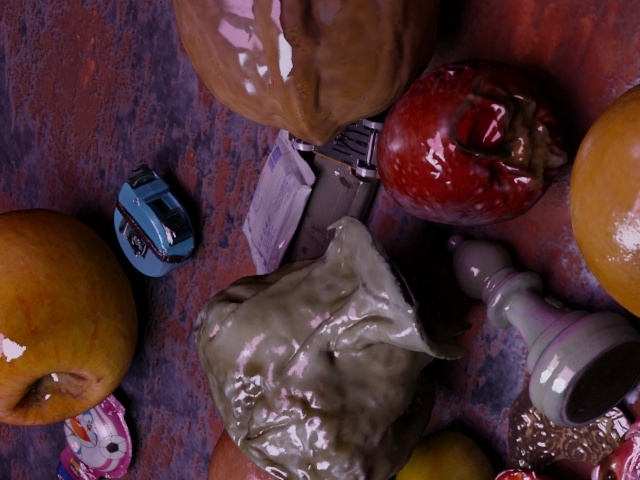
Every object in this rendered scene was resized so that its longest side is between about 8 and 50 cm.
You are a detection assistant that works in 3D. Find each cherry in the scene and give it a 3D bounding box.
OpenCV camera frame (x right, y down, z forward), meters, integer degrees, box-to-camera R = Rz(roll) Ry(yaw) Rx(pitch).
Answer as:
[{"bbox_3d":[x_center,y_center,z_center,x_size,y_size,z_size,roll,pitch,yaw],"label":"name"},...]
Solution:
[{"bbox_3d":[0.149,-0.098,1.728,0.249,0.192,0.175,-32,65,54],"label":"cherry"}]

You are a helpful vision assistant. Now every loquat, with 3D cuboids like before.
[{"bbox_3d":[0.367,-0.040,1.489,0.263,0.263,0.263,17,116,39],"label":"loquat"}]

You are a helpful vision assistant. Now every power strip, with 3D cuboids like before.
[{"bbox_3d":[0.000,0.000,2.012,0.092,0.034,0.268,39,128,26],"label":"power strip"}]

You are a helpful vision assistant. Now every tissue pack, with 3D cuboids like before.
[{"bbox_3d":[-0.059,-0.042,2.028,0.122,0.026,0.193,63,141,44],"label":"tissue pack"}]

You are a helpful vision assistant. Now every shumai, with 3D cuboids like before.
[{"bbox_3d":[0.008,0.095,1.840,0.330,0.292,0.288,34,146,22],"label":"shumai"}]

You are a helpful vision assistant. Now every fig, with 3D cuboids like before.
[{"bbox_3d":[0.155,0.308,1.924,0.136,0.120,0.153,-60,40,44],"label":"fig"}]

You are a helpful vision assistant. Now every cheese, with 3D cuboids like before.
[{"bbox_3d":[-0.359,0.319,2.455,0.155,0.062,0.244,47,132,18],"label":"cheese"}]

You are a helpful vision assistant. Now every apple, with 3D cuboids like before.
[{"bbox_3d":[-0.415,0.108,2.279,0.275,0.299,0.299,61,137,30],"label":"apple"}]

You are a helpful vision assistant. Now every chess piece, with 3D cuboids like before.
[{"bbox_3d":[0.231,0.077,1.775,0.272,0.139,0.139,48,133,37],"label":"chess piece"}]

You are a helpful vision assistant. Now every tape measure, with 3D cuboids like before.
[{"bbox_3d":[-0.232,-0.017,2.198,0.146,0.081,0.125,51,143,18],"label":"tape measure"}]

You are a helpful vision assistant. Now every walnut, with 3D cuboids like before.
[{"bbox_3d":[-0.016,-0.276,1.753,0.306,0.306,0.344,5,102,43],"label":"walnut"}]

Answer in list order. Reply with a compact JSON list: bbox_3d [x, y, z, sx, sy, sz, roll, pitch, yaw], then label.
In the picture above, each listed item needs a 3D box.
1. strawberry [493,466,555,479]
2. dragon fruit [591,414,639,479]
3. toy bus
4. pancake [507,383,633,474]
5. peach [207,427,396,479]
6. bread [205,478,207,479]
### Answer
[{"bbox_3d":[0.284,0.372,1.829,0.190,0.111,0.236,-40,62,14],"label":"strawberry"},{"bbox_3d":[0.399,0.235,1.639,0.211,0.147,0.282,22,121,37],"label":"dragon fruit"},{"bbox_3d":[0.037,-0.130,1.902,0.162,0.074,0.070,24,113,38],"label":"toy bus"},{"bbox_3d":[0.296,0.240,1.829,0.190,0.020,0.184,26,121,36],"label":"pancake"},{"bbox_3d":[-0.019,0.302,2.003,0.252,0.252,0.252,17,116,39],"label":"peach"},{"bbox_3d":[-0.054,0.439,2.157,0.294,0.132,0.167,34,127,29],"label":"bread"}]
